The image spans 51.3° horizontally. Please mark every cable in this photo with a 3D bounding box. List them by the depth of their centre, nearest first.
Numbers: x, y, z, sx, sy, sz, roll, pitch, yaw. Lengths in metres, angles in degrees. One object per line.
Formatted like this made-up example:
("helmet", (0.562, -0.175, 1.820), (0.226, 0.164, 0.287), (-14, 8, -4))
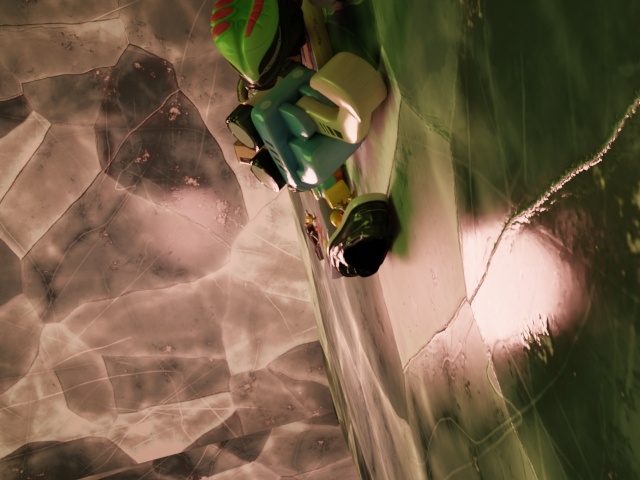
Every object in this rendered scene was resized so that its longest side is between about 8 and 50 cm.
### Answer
("cable", (0.000, 0.000, 2.761), (0.139, 0.072, 0.287), (49, 170, 38))

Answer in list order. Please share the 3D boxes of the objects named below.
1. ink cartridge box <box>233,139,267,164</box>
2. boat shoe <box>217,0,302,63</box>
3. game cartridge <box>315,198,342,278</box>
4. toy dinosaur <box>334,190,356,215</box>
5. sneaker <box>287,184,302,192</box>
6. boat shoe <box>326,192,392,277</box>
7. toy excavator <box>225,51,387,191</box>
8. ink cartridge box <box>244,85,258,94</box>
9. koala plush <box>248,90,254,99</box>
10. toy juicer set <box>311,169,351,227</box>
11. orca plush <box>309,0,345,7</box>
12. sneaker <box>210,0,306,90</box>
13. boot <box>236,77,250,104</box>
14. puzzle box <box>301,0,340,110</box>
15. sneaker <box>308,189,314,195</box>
("ink cartridge box", (-0.160, -0.355, 2.281), (0.088, 0.193, 0.234), (81, -155, -46))
("boat shoe", (-0.162, -0.602, 1.802), (0.500, 0.187, 0.156), (-116, 27, -44))
("game cartridge", (0.034, -0.005, 2.342), (0.294, 0.060, 0.196), (84, 166, -50))
("toy dinosaur", (0.101, -0.064, 1.682), (0.112, 0.064, 0.211), (45, 180, -21))
("sneaker", (-0.038, -0.330, 2.125), (0.146, 0.134, 0.343), (-4, 93, 47))
("boat shoe", (0.096, 0.025, 1.509), (0.340, 0.127, 0.113), (114, 148, -58))
("toy excavator", (0.001, -0.256, 1.457), (0.445, 0.222, 0.433), (29, 158, 38))
("ink cartridge box", (-0.124, -0.483, 1.995), (0.208, 0.153, 0.086), (24, -130, -71))
("koala plush", (-0.155, -0.585, 2.218), (0.221, 0.196, 0.203), (88, 178, -78))
("toy juicer set", (0.035, -0.147, 1.933), (0.329, 0.090, 0.209), (56, 173, 50))
("orca plush", (-0.005, -0.559, 1.288), (0.102, 0.151, 0.287), (-66, -23, -2))
("sneaker", (-0.118, -0.518, 1.472), (0.202, 0.185, 0.482), (72, -153, -51))
("boot", (-0.199, -0.548, 2.462), (0.269, 0.089, 0.236), (31, -134, -53))
("puzzle box", (-0.020, -0.506, 1.777), (0.272, 0.052, 0.408), (106, 150, -79))
("sneaker", (-0.035, -0.253, 2.355), (0.086, 0.064, 0.192), (-130, 30, -87))
